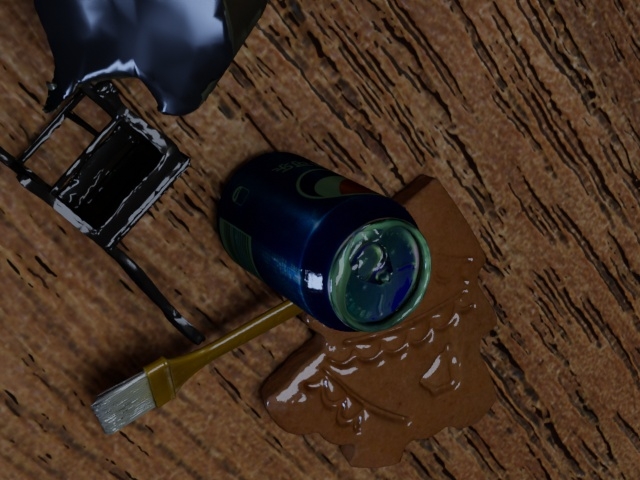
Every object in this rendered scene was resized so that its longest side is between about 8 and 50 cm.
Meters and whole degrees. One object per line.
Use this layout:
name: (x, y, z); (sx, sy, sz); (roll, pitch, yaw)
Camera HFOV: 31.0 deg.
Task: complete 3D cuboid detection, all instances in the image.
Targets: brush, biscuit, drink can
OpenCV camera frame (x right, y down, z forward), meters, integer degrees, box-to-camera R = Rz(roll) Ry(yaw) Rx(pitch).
brush: (-0.080, 0.092, 1.039); (0.272, 0.013, 0.103); (-29, 162, -14)
biscuit: (0.080, 0.086, 1.154); (0.283, 0.043, 0.306); (1, 107, -30)
drink can: (0.000, 0.000, 0.978); (0.118, 0.205, 0.118); (-11, 113, -27)

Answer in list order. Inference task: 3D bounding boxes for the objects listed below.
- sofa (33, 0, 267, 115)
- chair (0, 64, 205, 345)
sofa: (-0.120, -0.236, 0.790); (0.182, 0.200, 0.258); (-9, 119, 18)
chair: (-0.150, -0.027, 0.943); (0.113, 0.106, 0.229); (-48, 126, -4)
